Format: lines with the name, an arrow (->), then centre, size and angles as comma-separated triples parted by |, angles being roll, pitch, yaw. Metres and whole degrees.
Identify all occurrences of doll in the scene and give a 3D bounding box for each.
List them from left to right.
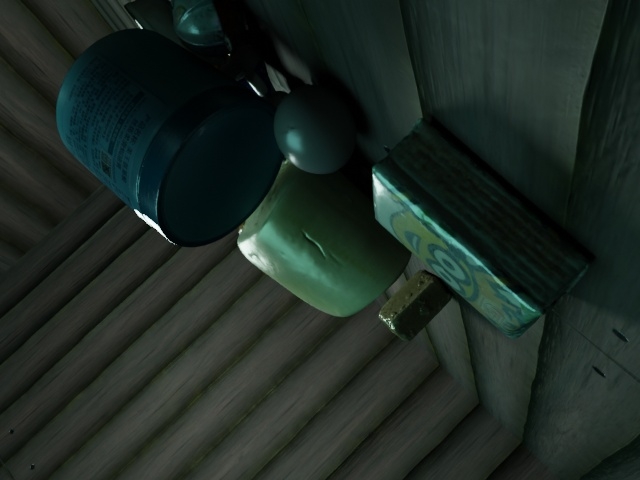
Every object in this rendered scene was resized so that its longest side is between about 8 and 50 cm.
doll -> -0.121, -0.318, 1.427 | 0.293, 0.119, 0.138 | 54, -179, -15

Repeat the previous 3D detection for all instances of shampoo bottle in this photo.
shampoo bottle -> -0.304, -0.213, 1.342 | 0.342, 0.331, 0.331 | 36, 170, 25

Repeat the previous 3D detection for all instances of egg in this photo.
egg -> -0.008, -0.198, 1.207 | 0.146, 0.146, 0.199 | 44, 176, 23

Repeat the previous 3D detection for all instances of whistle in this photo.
whistle -> -0.246, -0.463, 1.310 | 0.346, 0.133, 0.142 | 54, -177, 36

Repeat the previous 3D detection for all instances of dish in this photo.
dish -> -0.357, -0.509, 1.672 | 0.303, 0.120, 0.303 | 49, 178, 2

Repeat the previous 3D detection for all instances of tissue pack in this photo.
tissue pack -> 0.222, -0.007, 0.988 | 0.311, 0.128, 0.228 | 43, 173, 16

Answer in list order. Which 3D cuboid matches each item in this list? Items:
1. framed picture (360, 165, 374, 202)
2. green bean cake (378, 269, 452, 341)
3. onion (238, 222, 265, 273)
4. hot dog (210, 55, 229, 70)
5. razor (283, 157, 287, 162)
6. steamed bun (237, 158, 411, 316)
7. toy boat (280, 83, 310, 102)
framed picture -> 0.202, -0.031, 1.484 | 0.289, 0.020, 0.211 | 44, 175, 16
green bean cake -> 0.246, 0.170, 1.738 | 0.085, 0.179, 0.109 | 48, 177, -21
onion -> -0.093, -0.061, 1.988 | 0.341, 0.341, 0.341 | 46, 174, 6
hot dog -> -0.230, -0.389, 1.555 | 0.227, 0.099, 0.160 | 84, 163, -49
razor -> -0.126, -0.272, 2.103 | 0.066, 0.033, 0.190 | 47, 174, -6
steamed bun -> 0.000, 0.000, 1.565 | 0.371, 0.290, 0.456 | 42, 180, -8
toy boat -> -0.002, -0.234, 1.344 | 0.215, 0.088, 0.102 | 50, -152, -33
